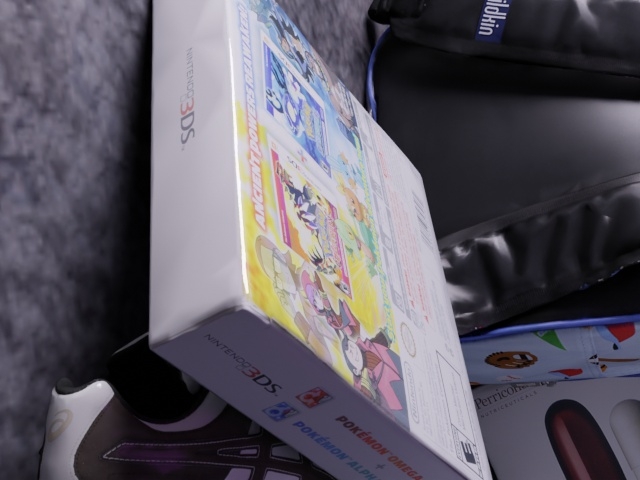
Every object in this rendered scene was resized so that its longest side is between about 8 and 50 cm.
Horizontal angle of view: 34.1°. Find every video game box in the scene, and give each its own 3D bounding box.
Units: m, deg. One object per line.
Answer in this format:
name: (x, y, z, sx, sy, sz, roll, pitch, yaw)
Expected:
video game box: (0.000, 0.000, 0.452, 0.187, 0.048, 0.205, 47, 26, -42)

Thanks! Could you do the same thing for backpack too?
backpack: (0.166, -0.026, 0.641, 0.213, 0.264, 0.276, 38, 52, -57)

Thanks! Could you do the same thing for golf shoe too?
golf shoe: (-0.037, 0.075, 0.424, 0.198, 0.077, 0.093, -14, 98, -65)

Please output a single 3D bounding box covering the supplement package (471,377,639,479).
supplement package: (0.242, 0.164, 0.759, 0.203, 0.194, 0.149, 66, 16, 14)
